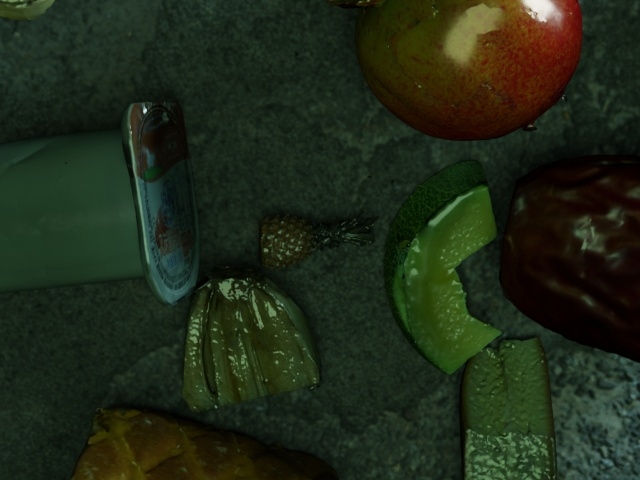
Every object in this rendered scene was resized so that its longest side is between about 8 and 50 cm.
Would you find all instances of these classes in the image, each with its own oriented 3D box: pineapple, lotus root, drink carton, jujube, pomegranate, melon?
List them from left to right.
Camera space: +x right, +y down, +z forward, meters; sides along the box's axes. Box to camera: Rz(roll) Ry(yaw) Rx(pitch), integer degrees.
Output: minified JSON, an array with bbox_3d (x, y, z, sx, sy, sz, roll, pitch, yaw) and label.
[{"bbox_3d":[-0.224,-0.025,1.155,0.189,0.185,0.191,-7,99,5],"label":"drink carton"},{"bbox_3d":[-0.074,0.091,1.252,0.143,0.070,0.144,-6,109,6],"label":"lotus root"},{"bbox_3d":[0.000,0.000,1.240,0.124,0.058,0.058,-2,105,-7],"label":"pineapple"},{"bbox_3d":[0.126,0.034,1.250,0.118,0.064,0.209,-11,107,-4],"label":"melon"},{"bbox_3d":[0.121,-0.195,1.116,0.235,0.210,0.210,27,102,-16],"label":"pomegranate"},{"bbox_3d":[0.332,0.019,1.170,0.318,0.223,0.223,10,105,11],"label":"jujube"}]

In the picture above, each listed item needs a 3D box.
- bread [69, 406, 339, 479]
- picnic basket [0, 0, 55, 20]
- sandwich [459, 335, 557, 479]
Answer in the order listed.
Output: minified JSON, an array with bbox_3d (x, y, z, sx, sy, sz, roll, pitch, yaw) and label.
[{"bbox_3d":[-0.125,0.314,1.207,0.279,0.279,0.207,18,105,-4],"label":"bread"},{"bbox_3d":[-0.318,-0.361,1.073,0.228,0.175,0.313,10,100,-4],"label":"picnic basket"},{"bbox_3d":[0.193,0.233,1.290,0.094,0.096,0.258,-2,102,4],"label":"sandwich"}]
